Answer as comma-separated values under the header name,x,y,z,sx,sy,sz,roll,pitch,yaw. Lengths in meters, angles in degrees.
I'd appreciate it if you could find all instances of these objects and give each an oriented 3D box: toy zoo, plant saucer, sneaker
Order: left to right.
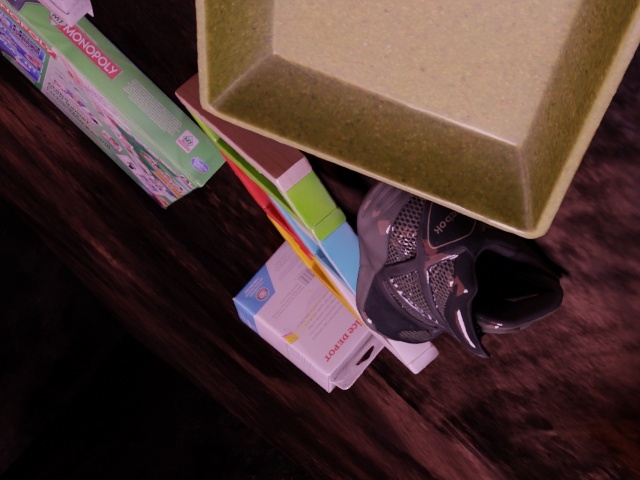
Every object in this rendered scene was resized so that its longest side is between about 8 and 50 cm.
name,x,y,z,sx,sy,sz,roll,pitch,yaw
toy zoo,0.000,0.000,0.939,0.192,0.030,0.293,43,171,49
plant saucer,0.038,-0.096,0.493,0.188,0.045,0.188,22,151,8
sneaker,0.093,0.042,0.777,0.130,0.087,0.227,43,162,22

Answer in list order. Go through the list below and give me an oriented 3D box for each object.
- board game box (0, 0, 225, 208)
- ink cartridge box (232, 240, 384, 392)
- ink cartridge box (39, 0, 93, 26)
name,x,y,z,sx,sy,sz,roll,pitch,yaw
board game box,-0.242,-0.166,1.128,0.317,0.046,0.213,45,164,-10
ink cartridge box,-0.003,0.082,1.131,0.143,0.092,0.090,39,166,13
ink cartridge box,-0.229,-0.220,0.970,0.048,0.028,0.083,40,166,8
